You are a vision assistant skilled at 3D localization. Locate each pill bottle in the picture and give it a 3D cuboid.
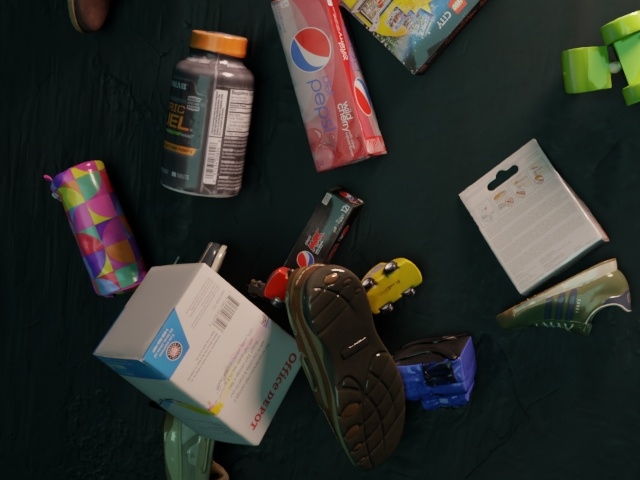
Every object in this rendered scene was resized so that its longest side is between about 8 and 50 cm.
[{"bbox_3d":[-0.172,-0.198,1.516,0.130,0.130,0.246,13,102,19],"label":"pill bottle"}]

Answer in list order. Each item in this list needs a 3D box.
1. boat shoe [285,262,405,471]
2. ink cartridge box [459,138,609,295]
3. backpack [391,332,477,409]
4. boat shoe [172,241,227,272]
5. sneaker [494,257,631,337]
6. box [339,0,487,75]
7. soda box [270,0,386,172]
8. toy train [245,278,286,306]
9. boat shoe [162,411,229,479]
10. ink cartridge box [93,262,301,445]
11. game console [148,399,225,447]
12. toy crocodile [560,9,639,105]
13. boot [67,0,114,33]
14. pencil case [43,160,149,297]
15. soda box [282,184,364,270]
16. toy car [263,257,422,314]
[{"bbox_3d":[0.032,0.177,1.435,0.120,0.122,0.324,15,123,58],"label":"boat shoe"},{"bbox_3d":[0.304,-0.032,1.412,0.145,0.045,0.179,-38,65,23],"label":"ink cartridge box"},{"bbox_3d":[0.166,0.201,1.463,0.120,0.098,0.101,-7,99,22],"label":"backpack"},{"bbox_3d":[-0.238,0.094,1.613,0.079,0.095,0.255,35,119,1],"label":"boat shoe"},{"bbox_3d":[0.350,0.103,1.390,0.192,0.064,0.086,-29,82,20],"label":"sneaker"},{"bbox_3d":[0.160,-0.376,1.401,0.159,0.044,0.233,46,111,9],"label":"box"},{"bbox_3d":[0.012,-0.240,1.461,0.092,0.083,0.263,-15,92,23],"label":"soda box"},{"bbox_3d":[-0.046,0.093,1.564,0.158,0.036,0.027,17,113,16],"label":"toy train"},{"bbox_3d":[-0.203,0.414,1.634,0.098,0.109,0.303,-2,113,-3],"label":"boat shoe"},{"bbox_3d":[-0.176,0.171,1.460,0.232,0.171,0.168,44,153,-26],"label":"ink cartridge box"},{"bbox_3d":[-0.189,0.287,1.625,0.144,0.085,0.124,-29,87,24],"label":"game console"},{"bbox_3d":[0.479,-0.265,1.270,0.340,0.105,0.115,-21,90,19],"label":"toy crocodile"},{"bbox_3d":[-0.282,-0.422,1.545,0.206,0.090,0.249,25,103,19],"label":"boot"},{"bbox_3d":[-0.371,-0.019,1.643,0.104,0.104,0.236,-25,88,23],"label":"pencil case"},{"bbox_3d":[0.000,0.000,1.517,0.053,0.060,0.169,34,109,11],"label":"soda box"},{"bbox_3d":[0.035,0.130,1.507,0.238,0.053,0.225,-5,114,-5],"label":"toy car"}]
